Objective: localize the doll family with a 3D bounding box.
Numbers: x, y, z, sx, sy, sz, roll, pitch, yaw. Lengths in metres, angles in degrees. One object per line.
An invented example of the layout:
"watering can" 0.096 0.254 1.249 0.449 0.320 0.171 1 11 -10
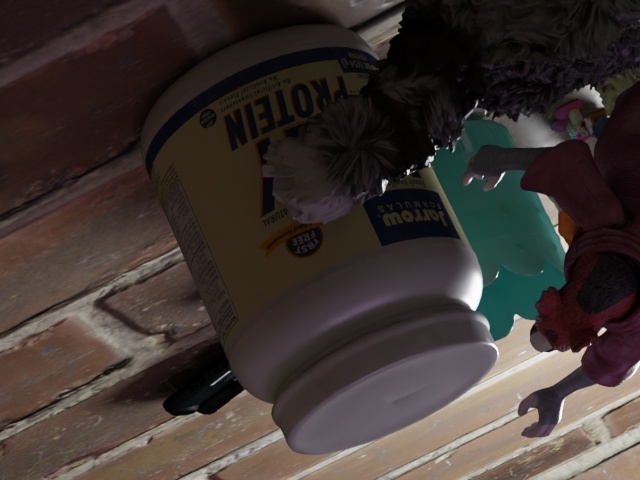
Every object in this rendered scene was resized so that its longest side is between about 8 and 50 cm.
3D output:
"doll family" 0.333 -0.052 2.215 0.118 0.163 0.263 -21 159 -8

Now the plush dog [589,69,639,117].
"plush dog" 0.363 -0.200 1.889 0.210 0.262 0.225 29 120 -21

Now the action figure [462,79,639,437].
"action figure" 0.278 0.009 1.688 0.276 0.248 0.370 -11 -161 26

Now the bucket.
"bucket" 0.116 0.009 2.069 0.281 0.183 0.281 -18 163 -6

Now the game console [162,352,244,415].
"game console" -0.060 0.110 2.348 0.361 0.044 0.213 -39 153 32

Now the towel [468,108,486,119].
"towel" 0.134 -0.155 1.953 0.113 0.023 0.152 -17 158 -21

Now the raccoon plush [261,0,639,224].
"raccoon plush" 0.163 -0.178 1.688 0.446 0.216 0.299 -30 163 13

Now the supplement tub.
"supplement tub" 0.000 0.000 1.753 0.235 0.325 0.235 -22 159 -9
